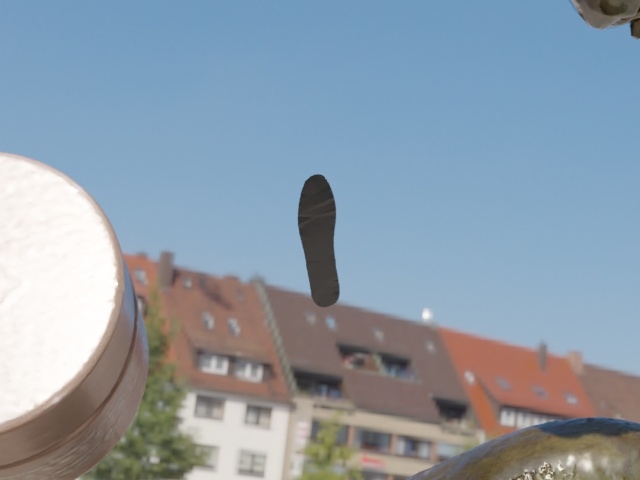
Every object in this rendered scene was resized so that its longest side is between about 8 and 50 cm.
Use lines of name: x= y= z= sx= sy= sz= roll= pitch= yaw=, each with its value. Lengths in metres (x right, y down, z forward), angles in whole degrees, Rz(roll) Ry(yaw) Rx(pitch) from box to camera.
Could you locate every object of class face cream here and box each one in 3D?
face cream: x=-0.163 y=0.044 z=0.624 sx=0.149 sy=0.149 sz=0.104 roll=6 pitch=-27 yaw=2

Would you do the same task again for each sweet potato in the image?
sweet potato: x=0.088 y=0.158 z=0.634 sx=0.286 sy=0.112 sz=0.085 roll=-29 pitch=-30 yaw=30

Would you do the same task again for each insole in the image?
insole: x=0.000 y=0.000 z=1.448 sx=0.053 sy=0.152 sz=0.002 roll=-13 pitch=-9 yaw=29

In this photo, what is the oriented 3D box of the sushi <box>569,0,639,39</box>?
sushi: x=0.173 y=-0.277 z=0.536 sx=0.176 sy=0.417 sz=0.417 roll=-7 pitch=-19 yaw=39
